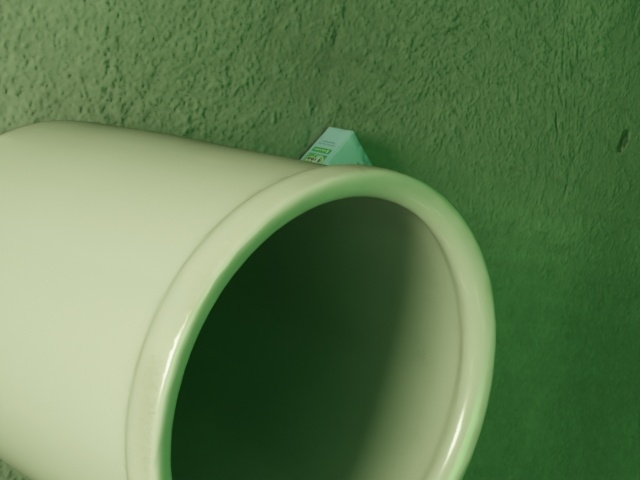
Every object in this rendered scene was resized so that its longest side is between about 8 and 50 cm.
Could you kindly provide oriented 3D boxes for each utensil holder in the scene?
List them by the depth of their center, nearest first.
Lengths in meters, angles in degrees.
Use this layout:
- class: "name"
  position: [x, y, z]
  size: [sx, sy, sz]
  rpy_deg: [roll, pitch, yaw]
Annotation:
- class: "utensil holder"
  position: [-0.112, 0.074, 1.010]
  size: [0.327, 0.385, 0.328]
  rpy_deg: [-15, 112, -41]

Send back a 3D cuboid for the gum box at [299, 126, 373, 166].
- class: "gum box"
  position: [0.000, 0.000, 1.340]
  size: [0.184, 0.041, 0.157]
  rpy_deg: [-51, 131, -23]
